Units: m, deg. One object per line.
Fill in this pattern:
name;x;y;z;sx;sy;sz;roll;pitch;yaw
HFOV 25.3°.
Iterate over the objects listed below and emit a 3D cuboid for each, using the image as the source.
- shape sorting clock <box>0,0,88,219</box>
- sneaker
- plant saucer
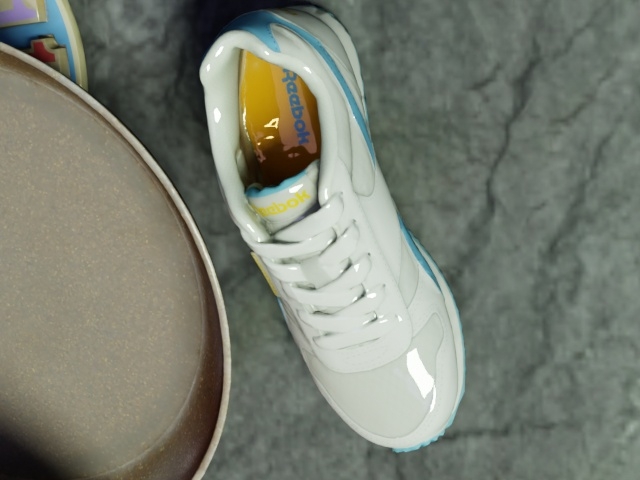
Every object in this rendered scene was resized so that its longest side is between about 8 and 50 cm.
shape sorting clock;-0.217;-0.086;0.781;0.206;0.040;0.206;4;101;20
sneaker;0.000;0.000;0.689;0.087;0.092;0.228;-20;94;21
plant saucer;-0.184;0.029;0.761;0.310;0.050;0.310;7;115;16
